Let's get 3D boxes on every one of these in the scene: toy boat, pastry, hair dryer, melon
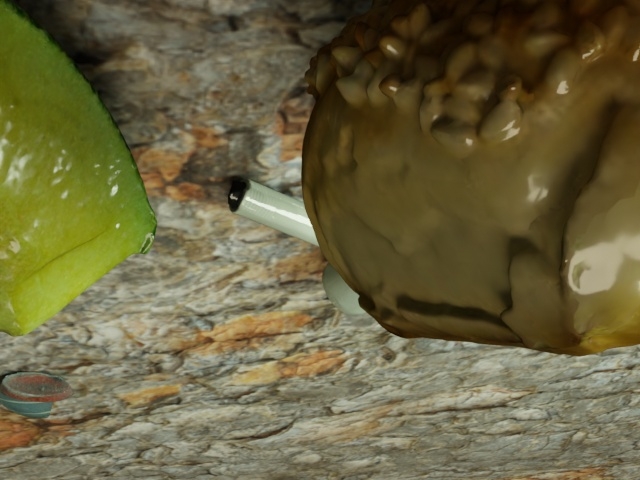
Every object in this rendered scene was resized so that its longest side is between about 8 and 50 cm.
[{"bbox_3d":[-0.362,0.204,1.153,0.096,0.034,0.122,8,145,-17],"label":"toy boat"},{"bbox_3d":[0.175,-0.082,0.584,0.409,0.245,0.409,-12,-167,3],"label":"pastry"},{"bbox_3d":[0.000,0.000,0.913,0.236,0.073,0.131,20,138,-35],"label":"hair dryer"},{"bbox_3d":[-0.299,-0.060,0.605,0.331,0.226,0.344,1,135,1],"label":"melon"}]
